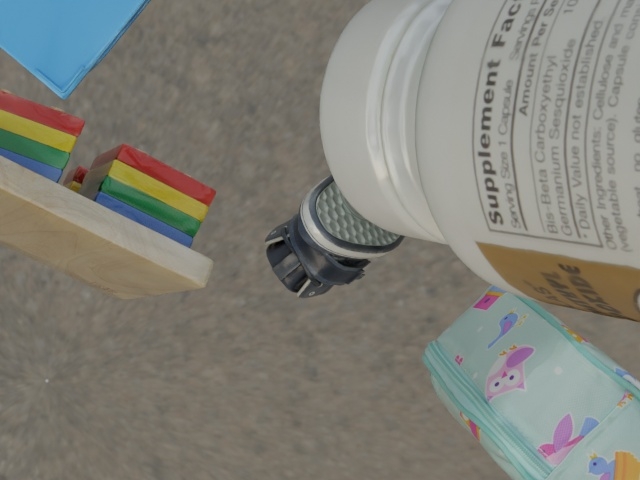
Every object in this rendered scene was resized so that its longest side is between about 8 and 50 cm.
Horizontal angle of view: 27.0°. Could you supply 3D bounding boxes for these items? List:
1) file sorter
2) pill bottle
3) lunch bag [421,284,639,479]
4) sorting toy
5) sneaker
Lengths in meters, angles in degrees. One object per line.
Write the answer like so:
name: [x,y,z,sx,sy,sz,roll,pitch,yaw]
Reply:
file sorter: [-0.194,-0.202,0.903,0.170,0.104,0.118,40,103,-8]
pill bottle: [0.107,-0.039,0.446,0.131,0.229,0.131,-6,100,-36]
lunch bag: [0.202,0.163,0.960,0.108,0.224,0.279,-44,105,-1]
sorting toy: [-0.233,-0.046,1.148,0.255,0.257,0.089,27,75,-20]
sneaker: [0.001,0.002,1.237,0.163,0.226,0.086,-31,83,27]
